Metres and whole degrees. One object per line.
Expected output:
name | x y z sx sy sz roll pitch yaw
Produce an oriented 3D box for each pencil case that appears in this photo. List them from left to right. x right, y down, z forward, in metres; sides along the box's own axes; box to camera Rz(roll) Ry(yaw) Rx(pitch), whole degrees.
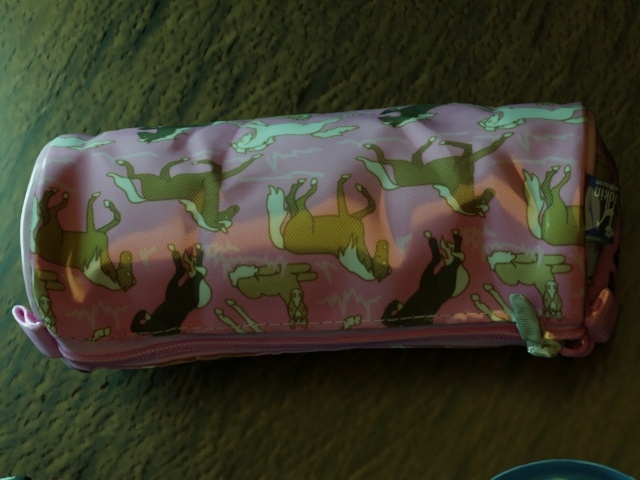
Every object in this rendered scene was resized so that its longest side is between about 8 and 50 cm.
pencil case | 0.000 0.000 1.248 0.386 0.167 0.160 -2 108 8

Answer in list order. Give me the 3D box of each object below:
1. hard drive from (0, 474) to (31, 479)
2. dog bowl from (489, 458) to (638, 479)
hard drive | -0.234 0.230 1.289 0.094 0.022 0.135 -10 74 6
dog bowl | 0.148 0.288 1.192 0.166 0.074 0.297 3 77 9
